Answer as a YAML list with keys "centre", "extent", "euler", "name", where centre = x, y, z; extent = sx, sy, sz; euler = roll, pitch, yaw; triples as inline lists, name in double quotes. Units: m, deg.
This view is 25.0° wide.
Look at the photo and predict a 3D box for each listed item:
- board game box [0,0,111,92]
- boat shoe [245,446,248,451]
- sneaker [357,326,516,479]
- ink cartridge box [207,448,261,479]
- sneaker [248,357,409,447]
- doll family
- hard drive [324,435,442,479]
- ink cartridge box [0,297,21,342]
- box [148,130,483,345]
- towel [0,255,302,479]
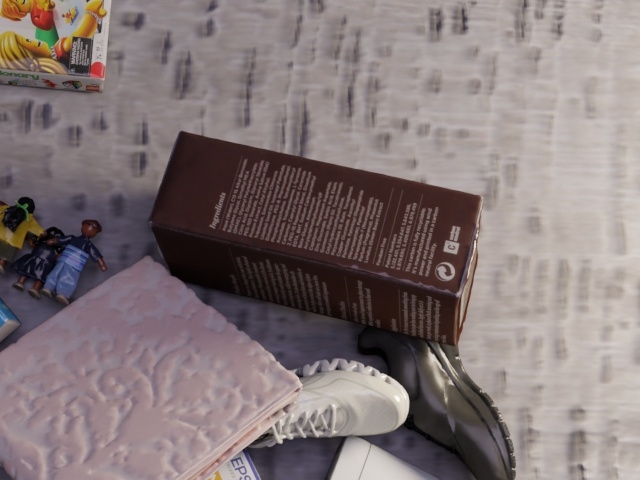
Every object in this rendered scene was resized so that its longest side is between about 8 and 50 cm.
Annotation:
- centre: [-0.372, -0.353, 1.918]
  extent: [0.193, 0.053, 0.305]
  euler: [4, 72, -9]
  name: "board game box"
- centre: [-0.178, 0.255, 1.759]
  extent: [0.178, 0.064, 0.060]
  euler: [14, 95, -13]
  name: "boat shoe"
- centre: [0.146, 0.211, 1.825]
  extent: [0.130, 0.109, 0.286]
  euler: [-27, 70, -10]
  name: "sneaker"
- centre: [-0.173, 0.432, 1.629]
  extent: [0.330, 0.071, 0.324]
  euler: [-14, 63, -28]
  name: "ink cartridge box"
- centre: [-0.038, 0.207, 1.752]
  extent: [0.292, 0.110, 0.118]
  euler: [5, 30, 1]
  name: "sneaker"
- centre: [-0.358, 0.003, 1.803]
  extent: [0.193, 0.076, 0.111]
  euler: [28, 68, -4]
  name: "doll family"
- centre: [0.154, 0.394, 1.730]
  extent: [0.353, 0.047, 0.233]
  euler: [28, 36, -1]
  name: "hard drive"
- centre: [-0.478, 0.072, 1.737]
  extent: [0.139, 0.082, 0.191]
  euler: [-41, 82, -2]
  name: "ink cartridge box"
- centre: [0.000, 0.000, 1.762]
  extent: [0.381, 0.191, 0.143]
  euler: [12, 69, 8]
  name: "box"
- centre: [-0.232, 0.187, 1.692]
  extent: [0.317, 0.053, 0.332]
  euler: [-36, 48, -21]
  name: "towel"
